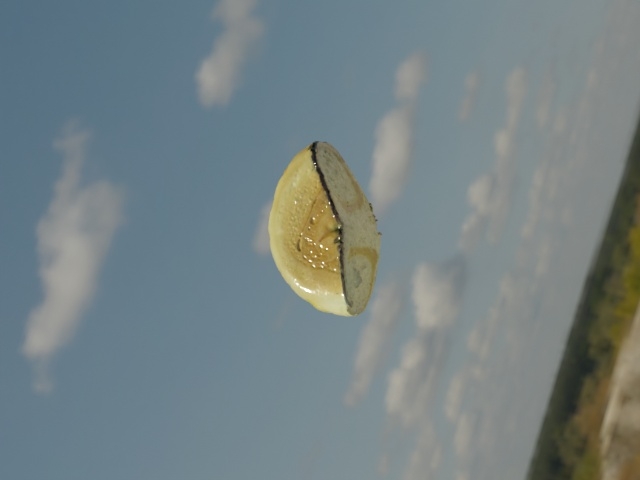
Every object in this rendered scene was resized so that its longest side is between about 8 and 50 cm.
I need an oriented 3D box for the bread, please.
[{"bbox_3d":[0.000,0.000,1.417,0.157,0.094,0.083,65,-160,13],"label":"bread"}]
